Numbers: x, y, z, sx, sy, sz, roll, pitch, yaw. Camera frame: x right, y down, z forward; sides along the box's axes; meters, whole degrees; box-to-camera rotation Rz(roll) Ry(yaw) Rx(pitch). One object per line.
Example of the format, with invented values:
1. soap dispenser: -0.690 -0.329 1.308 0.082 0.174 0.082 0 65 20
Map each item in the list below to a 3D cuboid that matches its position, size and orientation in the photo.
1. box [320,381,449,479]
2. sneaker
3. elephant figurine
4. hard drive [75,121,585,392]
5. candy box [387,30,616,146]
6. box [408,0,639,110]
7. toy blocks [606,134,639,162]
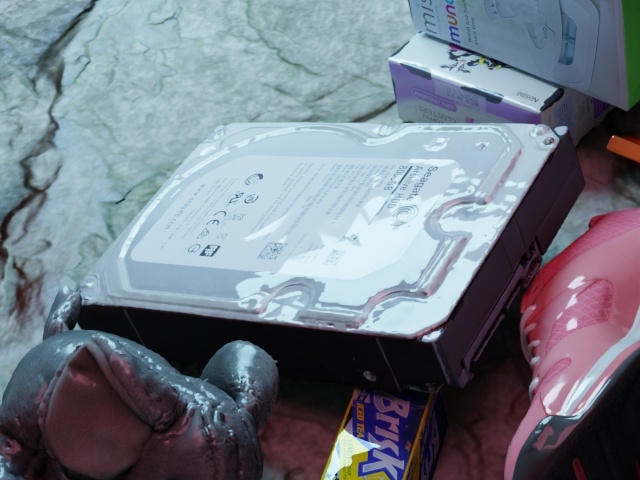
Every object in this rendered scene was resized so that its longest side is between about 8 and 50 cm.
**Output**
1. box: 0.037 0.163 0.950 0.059 0.054 0.169 4 46 20
2. sneaker: 0.185 0.081 0.977 0.136 0.116 0.314 7 38 37
3. elephant figurine: -0.097 0.128 0.904 0.239 0.186 0.169 -16 22 42
4. hard drive: 0.000 0.000 1.080 0.339 0.064 0.237 5 43 36
5. candy box: 0.184 -0.161 1.245 0.165 0.070 0.196 25 55 36
6. box: 0.234 -0.259 1.190 0.231 0.127 0.262 27 55 37
7. toy blocks: 0.284 -0.089 1.152 0.123 0.054 0.148 -35 46 -22
